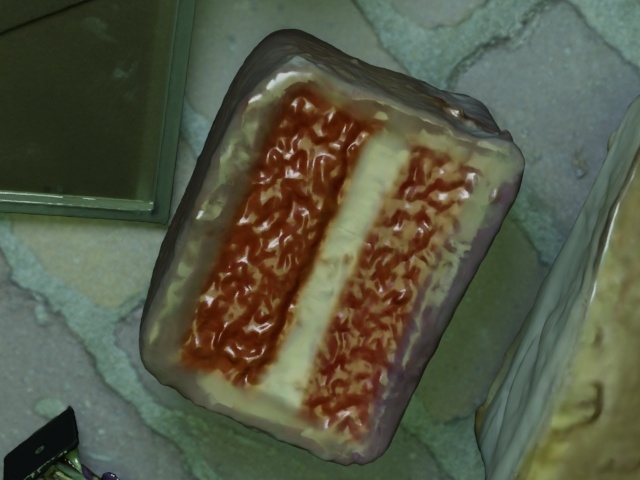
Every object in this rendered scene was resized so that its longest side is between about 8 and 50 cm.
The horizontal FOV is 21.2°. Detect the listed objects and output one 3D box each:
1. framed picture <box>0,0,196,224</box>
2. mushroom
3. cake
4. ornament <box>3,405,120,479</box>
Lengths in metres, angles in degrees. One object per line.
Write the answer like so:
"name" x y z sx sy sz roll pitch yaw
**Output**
"framed picture" -0.323 -0.165 1.360 0.446 0.028 0.326 4 125 -11
"mushroom" 0.322 0.079 1.452 0.314 0.224 0.397 17 99 -6
"cake" 0.000 0.000 1.402 0.237 0.230 0.309 23 99 -8
"ornament" -0.191 0.255 1.513 0.088 0.081 0.203 -34 103 3
